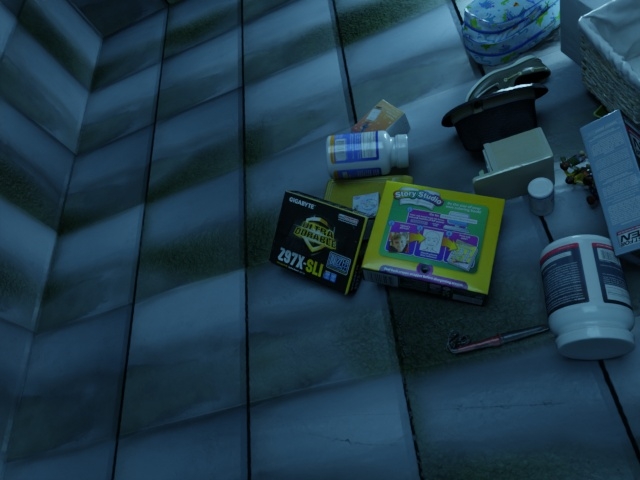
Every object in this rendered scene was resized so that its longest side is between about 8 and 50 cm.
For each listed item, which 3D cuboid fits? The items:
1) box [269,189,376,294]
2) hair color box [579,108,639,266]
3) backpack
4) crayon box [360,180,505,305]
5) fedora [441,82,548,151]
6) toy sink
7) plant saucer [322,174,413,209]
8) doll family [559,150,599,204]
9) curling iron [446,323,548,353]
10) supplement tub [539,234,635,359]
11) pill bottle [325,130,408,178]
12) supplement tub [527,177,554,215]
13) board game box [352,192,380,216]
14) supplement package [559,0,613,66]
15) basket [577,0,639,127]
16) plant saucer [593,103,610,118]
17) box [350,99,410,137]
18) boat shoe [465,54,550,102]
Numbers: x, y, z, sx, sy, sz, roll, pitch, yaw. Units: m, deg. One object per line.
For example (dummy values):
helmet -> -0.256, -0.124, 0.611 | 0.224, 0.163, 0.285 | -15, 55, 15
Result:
box -> 0.000, 0.000, 1.693 | 0.322, 0.079, 0.257 | 21, 105, 29
hair color box -> 0.807, -0.129, 1.343 | 0.113, 0.185, 0.375 | -28, 56, 45
backpack -> 0.671, -0.791, 1.855 | 0.355, 0.273, 0.290 | -43, 58, 12
crayon box -> 0.337, -0.001, 1.556 | 0.362, 0.106, 0.313 | 12, 65, 16
fedora -> 0.563, -0.372, 1.658 | 0.334, 0.334, 0.153 | -14, 89, 18
toy sink -> 0.575, -0.223, 1.590 | 0.234, 0.153, 0.131 | -18, 55, 17
plant saucer -> 0.128, -0.096, 1.775 | 0.332, 0.081, 0.333 | -1, 61, 26
doll family -> 0.776, -0.179, 1.511 | 0.111, 0.076, 0.193 | -28, 45, -16
curling iron -> 0.476, 0.259, 1.415 | 0.274, 0.035, 0.068 | -14, 56, 18
supplement tub -> 0.662, 0.140, 1.298 | 0.191, 0.191, 0.272 | -7, 58, 22
pill bottle -> 0.162, -0.295, 1.778 | 0.271, 0.152, 0.152 | -4, 59, 8
supplement tub -> 0.647, -0.128, 1.524 | 0.071, 0.107, 0.071 | -12, 57, 19
board game box -> 0.150, -0.110, 1.709 | 0.090, 0.020, 0.090 | -8, 59, 22
supplement package -> 0.909, -0.708, 1.654 | 0.198, 0.263, 0.199 | -32, 53, 5
basket -> 0.951, -0.515, 1.456 | 0.331, 0.266, 0.328 | -24, 53, 10
plant saucer -> 0.968, -0.397, 1.573 | 0.188, 0.045, 0.188 | -46, 52, -5
box -> 0.221, -0.411, 1.915 | 0.170, 0.091, 0.130 | -44, 52, -5
boat shoe -> 0.635, -0.524, 1.761 | 0.305, 0.109, 0.091 | -30, 53, -7
